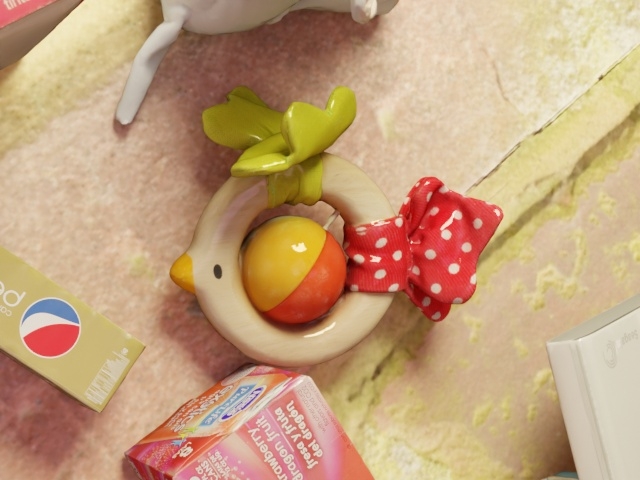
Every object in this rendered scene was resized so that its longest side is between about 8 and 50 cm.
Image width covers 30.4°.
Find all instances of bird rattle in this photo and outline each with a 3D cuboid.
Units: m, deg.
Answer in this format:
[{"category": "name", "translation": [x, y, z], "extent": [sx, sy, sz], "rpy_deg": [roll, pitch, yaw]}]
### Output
[{"category": "bird rattle", "translation": [0.000, 0.000, 0.896], "extent": [0.253, 0.143, 0.207], "rpy_deg": [42, 84, -30]}]

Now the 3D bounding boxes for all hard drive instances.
[{"category": "hard drive", "translation": [0.283, 0.208, 0.979], "extent": [0.203, 0.040, 0.307], "rpy_deg": [-16, 93, -51]}]

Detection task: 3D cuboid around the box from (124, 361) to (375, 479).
[{"category": "box", "translation": [-0.013, 0.227, 0.852], "extent": [0.122, 0.128, 0.257], "rpy_deg": [-36, 103, -21]}]

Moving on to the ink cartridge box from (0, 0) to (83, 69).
[{"category": "ink cartridge box", "translation": [-0.280, -0.238, 0.699], "extent": [0.131, 0.226, 0.306], "rpy_deg": [-31, 101, -22]}]

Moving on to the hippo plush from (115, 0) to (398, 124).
[{"category": "hippo plush", "translation": [-0.025, -0.252, 0.803], "extent": [0.294, 0.236, 0.234], "rpy_deg": [-26, 99, -22]}]

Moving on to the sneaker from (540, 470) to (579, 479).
[{"category": "sneaker", "translation": [0.238, 0.302, 0.985], "extent": [0.086, 0.085, 0.237], "rpy_deg": [-32, 104, -29]}]

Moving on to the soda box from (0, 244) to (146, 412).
[{"category": "soda box", "translation": [-0.213, 0.045, 0.807], "extent": [0.181, 0.061, 0.058], "rpy_deg": [38, 74, -18]}]
